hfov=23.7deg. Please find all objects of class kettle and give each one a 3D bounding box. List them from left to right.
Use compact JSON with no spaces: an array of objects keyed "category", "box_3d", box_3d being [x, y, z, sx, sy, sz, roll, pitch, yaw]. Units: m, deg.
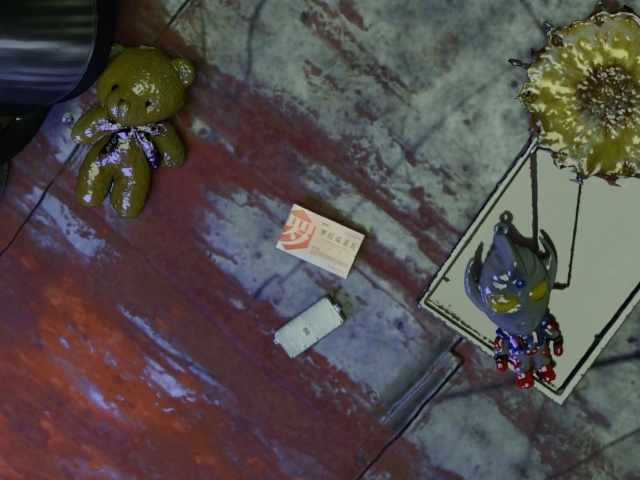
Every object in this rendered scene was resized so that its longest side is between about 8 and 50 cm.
[{"category":"kettle","box_3d":[-0.394,-0.227,1.664,0.207,0.271,0.251,42,116,20]}]

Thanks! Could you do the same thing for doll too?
[{"category":"doll","box_3d":[-0.223,-0.124,1.768,0.137,0.097,0.210,15,107,3]},{"category":"doll","box_3d":[0.222,0.072,1.723,0.104,0.062,0.195,-11,103,13]}]

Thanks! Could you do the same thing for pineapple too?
[{"category":"pineapple","box_3d":[0.312,-0.160,1.686,0.221,0.047,0.221,0,89,4]}]

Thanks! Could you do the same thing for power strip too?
[{"category":"power strip","box_3d":[-0.013,0.102,1.807,0.090,0.016,0.040,-36,91,12]}]

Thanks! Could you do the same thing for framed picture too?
[{"category":"framed picture","box_3d":[0.274,0.017,1.745,0.213,0.016,0.289,34,103,3]}]

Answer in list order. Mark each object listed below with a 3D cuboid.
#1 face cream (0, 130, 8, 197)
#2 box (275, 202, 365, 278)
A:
[{"category":"face cream","box_3d":[-0.478,-0.089,1.805,0.205,0.111,0.206,1,100,8]},{"category":"box","box_3d":[0.000,0.000,1.788,0.093,0.015,0.058,25,104,4]}]
